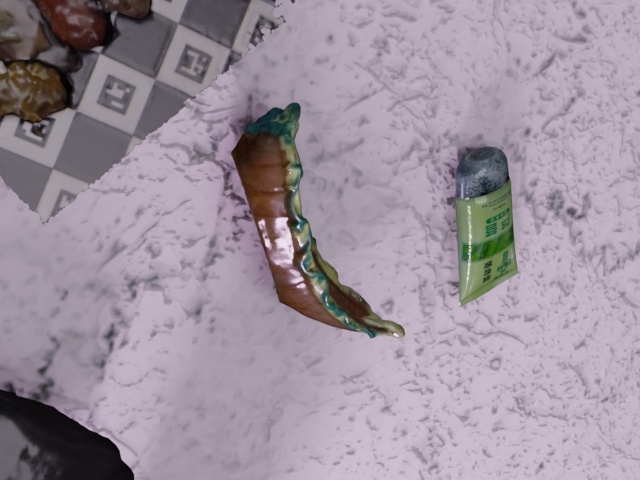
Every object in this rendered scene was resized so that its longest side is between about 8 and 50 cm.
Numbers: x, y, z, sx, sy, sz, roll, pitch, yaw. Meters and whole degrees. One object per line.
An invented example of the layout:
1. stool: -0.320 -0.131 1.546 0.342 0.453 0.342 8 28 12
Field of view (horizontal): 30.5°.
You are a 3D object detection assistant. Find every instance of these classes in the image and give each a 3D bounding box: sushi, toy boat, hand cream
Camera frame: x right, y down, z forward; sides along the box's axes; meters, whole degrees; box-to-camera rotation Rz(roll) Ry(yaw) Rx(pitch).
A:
1. sushi: -0.197 -0.199 0.927 0.290 0.050 0.264 -45 114 -14
2. toy boat: -0.009 0.007 1.116 0.099 0.108 0.292 -24 124 2
3. hand cream: 0.183 -0.018 1.293 0.095 0.046 0.175 -28 123 -31

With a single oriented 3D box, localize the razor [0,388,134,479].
1. razor: -0.299 0.289 0.941 0.204 0.113 0.349 36 64 -30
